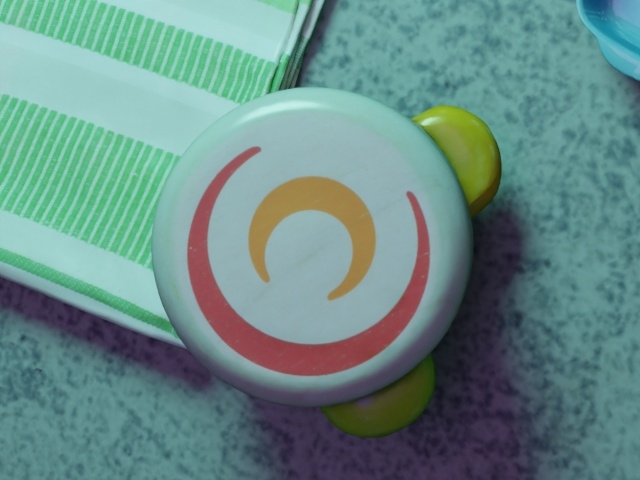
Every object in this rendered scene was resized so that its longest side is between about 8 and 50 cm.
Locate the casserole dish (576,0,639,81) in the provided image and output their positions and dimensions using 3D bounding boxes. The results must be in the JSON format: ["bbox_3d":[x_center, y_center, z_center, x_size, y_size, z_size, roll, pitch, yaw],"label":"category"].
[{"bbox_3d":[0.237,-0.182,1.112,0.114,0.037,0.188,33,100,19],"label":"casserole dish"}]

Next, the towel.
[{"bbox_3d":[-0.133,-0.112,1.251,0.248,0.038,0.325,19,95,21],"label":"towel"}]

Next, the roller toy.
[{"bbox_3d":[0.000,0.000,1.131,0.191,0.146,0.209,18,94,5],"label":"roller toy"}]
